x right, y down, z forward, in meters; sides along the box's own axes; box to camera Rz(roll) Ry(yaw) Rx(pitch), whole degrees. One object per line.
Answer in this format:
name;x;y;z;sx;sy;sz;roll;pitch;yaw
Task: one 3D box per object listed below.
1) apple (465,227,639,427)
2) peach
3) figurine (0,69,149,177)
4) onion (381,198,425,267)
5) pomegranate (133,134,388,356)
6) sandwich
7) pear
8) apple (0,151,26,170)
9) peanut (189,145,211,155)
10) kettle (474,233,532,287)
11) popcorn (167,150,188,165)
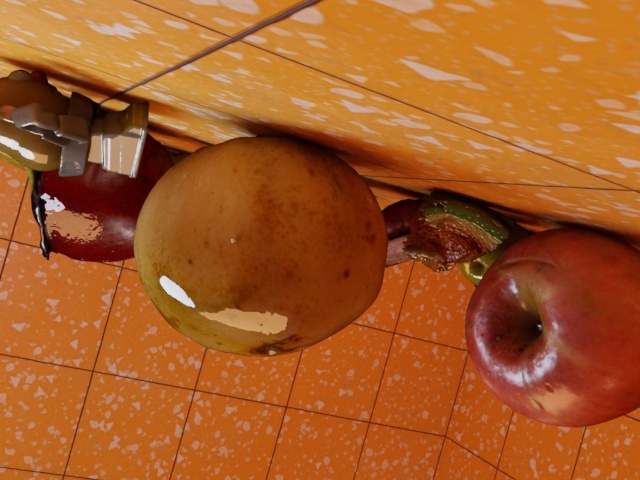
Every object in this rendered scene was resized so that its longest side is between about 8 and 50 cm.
apple;0.464;0.155;1.414;0.363;0.364;0.364;16;180;0
peach;-0.513;-0.134;1.771;0.353;0.339;0.416;-27;157;25
figurine;-0.451;-0.197;1.358;0.284;0.167;0.342;7;161;-17
onion;0.212;-0.040;1.665;0.247;0.111;0.250;-21;162;6
pomegranate;-0.098;-0.002;1.311;0.416;0.417;0.416;16;180;0
sandwich;0.256;-0.004;1.472;0.184;0.160;0.109;21;-163;3
pear;0.356;0.026;1.602;0.148;0.149;0.162;15;-149;37
apple;-0.803;-0.290;2.063;0.210;0.173;0.234;21;174;41
peanut;-0.239;-0.163;1.864;0.229;0.098;0.103;13;-148;-48
kettle;0.432;0.057;1.823;0.290;0.207;0.268;23;-158;-41
popcorn;-0.476;-0.130;2.311;0.312;0.312;0.312;16;180;0
